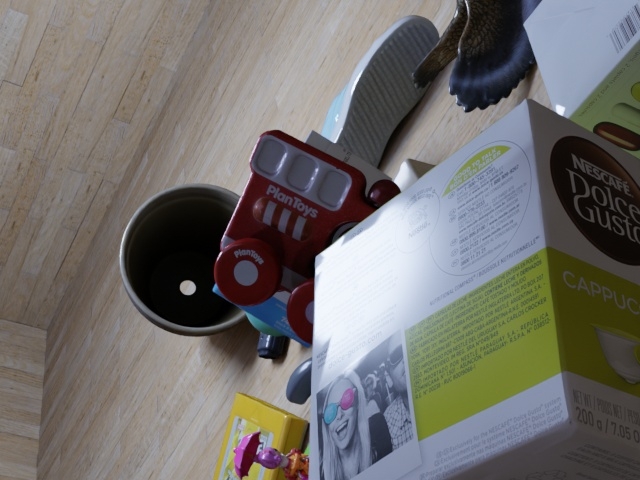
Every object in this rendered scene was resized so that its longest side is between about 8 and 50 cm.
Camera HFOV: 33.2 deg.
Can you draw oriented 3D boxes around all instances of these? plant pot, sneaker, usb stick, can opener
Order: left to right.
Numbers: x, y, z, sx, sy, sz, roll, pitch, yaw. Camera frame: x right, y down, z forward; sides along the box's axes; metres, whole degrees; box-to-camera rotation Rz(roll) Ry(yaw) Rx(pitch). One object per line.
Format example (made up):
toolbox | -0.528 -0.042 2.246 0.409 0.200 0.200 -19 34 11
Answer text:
plant pot | -0.278 0.074 2.332 0.280 0.323 0.323 124 157 -68
usb stick | -0.076 0.099 2.139 0.077 0.045 0.277 -16 59 62
can opener | 0.039 0.200 1.750 0.283 0.095 0.076 -51 31 39
sneaker | 0.084 -0.265 1.943 0.366 0.135 0.150 -58 30 27
plant pot | 0.166 -0.046 1.652 0.109 0.109 0.096 -58 39 28

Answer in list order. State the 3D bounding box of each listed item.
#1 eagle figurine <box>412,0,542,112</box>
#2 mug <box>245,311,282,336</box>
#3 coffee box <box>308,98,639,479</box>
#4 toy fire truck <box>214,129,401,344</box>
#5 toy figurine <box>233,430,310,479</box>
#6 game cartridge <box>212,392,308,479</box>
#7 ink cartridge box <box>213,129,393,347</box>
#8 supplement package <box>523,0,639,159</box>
eagle figurine | 0.242 -0.369 1.667 0.226 0.225 0.298 -37 -54 -57
mug | -0.072 0.097 2.002 0.097 0.129 0.157 -22 97 59
coffee box | 0.221 0.128 1.058 0.338 0.338 0.334 -38 39 42
toy fire truck | 0.000 0.000 1.610 0.253 0.302 0.169 -66 -13 14
toy figurine | -0.063 0.370 1.768 0.173 0.159 0.130 -13 61 62
game cartridge | -0.139 0.463 2.004 0.285 0.053 0.323 2 74 66
ink cartridge box | -0.017 -0.005 1.827 0.270 0.197 0.198 -56 5 32
supplement package | 0.376 -0.251 1.177 0.262 0.145 0.204 -53 29 38
